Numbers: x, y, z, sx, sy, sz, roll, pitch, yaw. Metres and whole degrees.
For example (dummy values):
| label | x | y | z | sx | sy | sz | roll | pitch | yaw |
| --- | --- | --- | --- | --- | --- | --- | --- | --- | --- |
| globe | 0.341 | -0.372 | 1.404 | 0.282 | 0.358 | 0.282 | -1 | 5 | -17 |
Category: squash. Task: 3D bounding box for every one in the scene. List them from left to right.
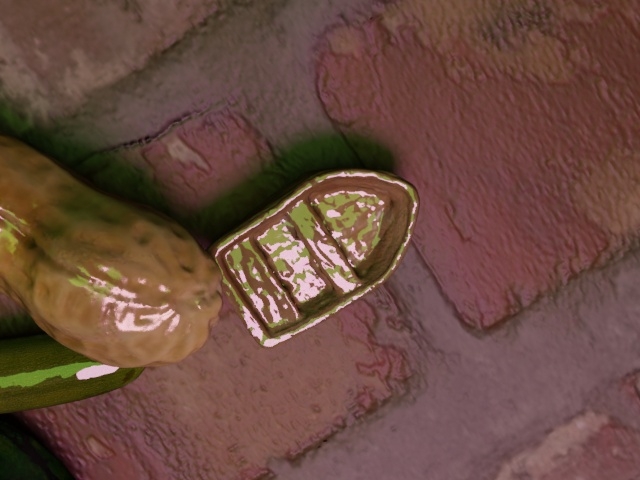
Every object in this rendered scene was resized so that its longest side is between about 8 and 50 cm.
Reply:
| label | x | y | z | sx | sy | sz | roll | pitch | yaw |
| --- | --- | --- | --- | --- | --- | --- | --- | --- | --- |
| squash | -0.273 | 0.117 | 1.158 | 0.252 | 0.066 | 0.066 | -7 | 104 | -4 |

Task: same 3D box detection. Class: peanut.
| label | x | y | z | sx | sy | sz | roll | pitch | yaw |
| --- | --- | --- | --- | --- | --- | --- | --- | --- | --- |
| peanut | -0.220 | 0.000 | 1.089 | 0.306 | 0.147 | 0.147 | 33 | 98 | -2 |

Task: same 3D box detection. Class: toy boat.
| label | x | y | z | sx | sy | sz | roll | pitch | yaw |
| --- | --- | --- | --- | --- | --- | --- | --- | --- | --- |
| toy boat | 0.000 | 0.000 | 1.164 | 0.188 | 0.061 | 0.116 | -32 | 103 | 2 |

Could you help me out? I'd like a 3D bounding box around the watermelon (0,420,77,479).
| label | x | y | z | sx | sy | sz | roll | pitch | yaw |
| --- | --- | --- | --- | --- | --- | --- | --- | --- | --- |
| watermelon | -0.273 | 0.265 | 1.165 | 0.129 | 0.123 | 0.301 | -8 | 122 | 18 |
